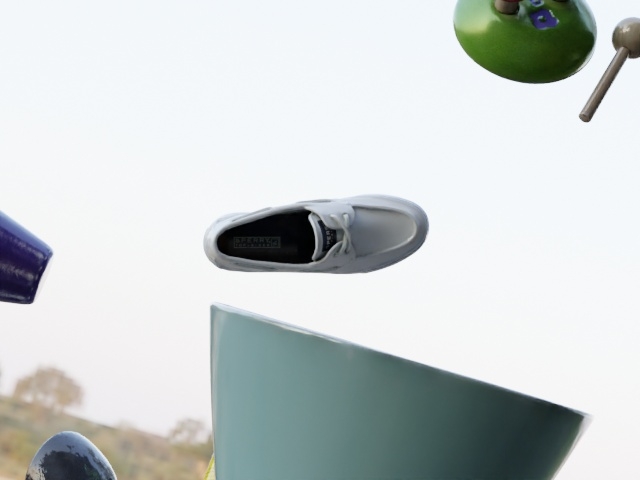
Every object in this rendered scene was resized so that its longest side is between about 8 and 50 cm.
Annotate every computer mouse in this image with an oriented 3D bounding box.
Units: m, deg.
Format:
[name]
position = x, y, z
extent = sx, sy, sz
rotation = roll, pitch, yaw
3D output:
[computer mouse]
position = -0.267, 0.352, 1.799
extent = 0.072, 0.272, 0.188
rotation = 5, 11, 38

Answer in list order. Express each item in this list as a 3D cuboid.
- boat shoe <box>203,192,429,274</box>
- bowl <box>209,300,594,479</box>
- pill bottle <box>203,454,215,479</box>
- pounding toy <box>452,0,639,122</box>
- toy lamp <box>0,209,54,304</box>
[boat shoe]
position = 0.000, 0.000, 1.775
extent = 0.258, 0.095, 0.084
rotation = -9, 3, -7
[bowl]
position = 0.040, 0.166, 1.238
extent = 0.311, 0.163, 0.311
rotation = 18, -3, 1
[pill bottle]
position = -0.097, 0.337, 1.867
extent = 0.117, 0.208, 0.117
rotation = 17, -25, 9
[pounding toy]
position = 0.281, -0.280, 1.942
extent = 0.237, 0.183, 0.110
rotation = 33, -33, 17
[toy lamp]
position = -0.342, -0.023, 1.238
extent = 0.274, 0.080, 0.080
rotation = 24, -10, -5
